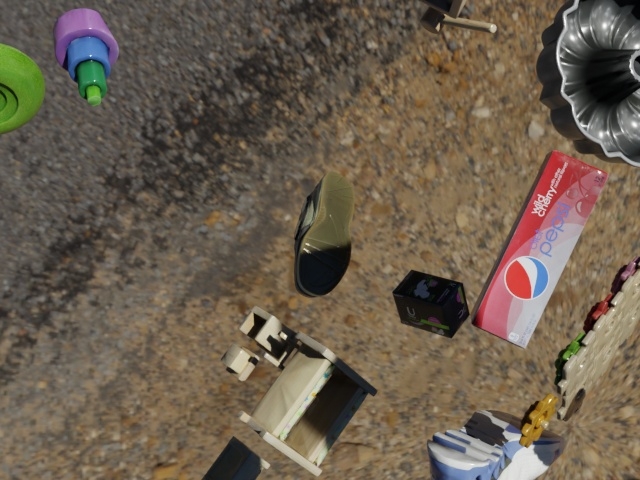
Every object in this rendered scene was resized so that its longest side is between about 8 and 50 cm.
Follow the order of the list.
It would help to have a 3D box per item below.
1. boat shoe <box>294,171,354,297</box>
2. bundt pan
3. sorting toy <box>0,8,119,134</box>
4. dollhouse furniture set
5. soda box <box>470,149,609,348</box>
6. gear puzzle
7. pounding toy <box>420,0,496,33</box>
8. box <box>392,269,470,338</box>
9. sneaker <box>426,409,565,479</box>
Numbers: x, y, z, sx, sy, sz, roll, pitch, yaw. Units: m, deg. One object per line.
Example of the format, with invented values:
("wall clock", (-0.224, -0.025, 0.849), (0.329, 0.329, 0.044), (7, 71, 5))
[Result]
("boat shoe", (-0.001, -0.001, 1.398), (0.080, 0.073, 0.224), (27, 51, -19))
("bundt pan", (0.496, -0.279, 1.559), (0.330, 0.124, 0.331), (1, 88, -21))
("sorting toy", (-0.371, -0.112, 0.981), (0.365, 0.127, 0.126), (-24, 54, 9))
("dollhouse furniture set", (-0.057, 0.189, 1.016), (0.182, 0.101, 0.161), (-53, 34, -9))
("soda box", (0.298, 0.011, 1.295), (0.083, 0.092, 0.263), (24, 96, 6))
("gear puzzle", (0.383, 0.174, 1.385), (0.044, 0.175, 0.339), (28, 63, 31))
("pounding toy", (0.174, -0.357, 1.249), (0.181, 0.206, 0.094), (29, 81, 5))
("box", (0.149, 0.085, 1.259), (0.083, 0.062, 0.052), (14, 47, 38))
("sneaker", (0.244, 0.377, 1.439), (0.127, 0.315, 0.182), (21, 104, 36))
